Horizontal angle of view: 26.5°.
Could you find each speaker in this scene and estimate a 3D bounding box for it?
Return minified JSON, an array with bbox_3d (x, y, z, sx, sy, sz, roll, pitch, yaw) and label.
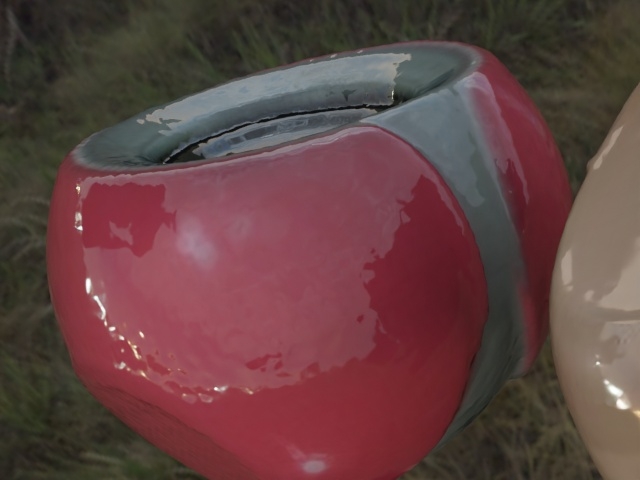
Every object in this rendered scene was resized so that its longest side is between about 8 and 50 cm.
[{"bbox_3d":[0.000,0.000,0.769,0.294,0.294,0.294,-11,54,15],"label":"speaker"}]

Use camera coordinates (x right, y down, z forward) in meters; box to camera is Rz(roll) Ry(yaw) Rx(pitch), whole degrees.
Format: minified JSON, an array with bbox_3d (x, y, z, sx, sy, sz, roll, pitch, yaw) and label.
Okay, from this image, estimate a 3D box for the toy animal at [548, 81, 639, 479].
[{"bbox_3d":[0.197,0.055,0.513,0.213,0.256,0.195,-48,19,-26],"label":"toy animal"}]
